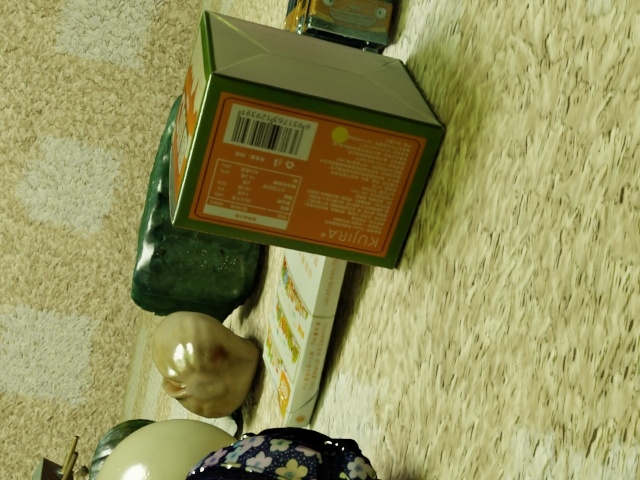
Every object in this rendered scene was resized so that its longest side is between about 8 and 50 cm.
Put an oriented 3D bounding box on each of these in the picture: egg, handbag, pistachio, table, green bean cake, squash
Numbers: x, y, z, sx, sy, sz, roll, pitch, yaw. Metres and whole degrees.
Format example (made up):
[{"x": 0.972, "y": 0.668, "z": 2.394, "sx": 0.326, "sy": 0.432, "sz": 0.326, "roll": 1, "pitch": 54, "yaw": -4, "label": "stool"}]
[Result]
[{"x": -0.156, "y": 0.290, "z": 1.180, "sx": 0.241, "sy": 0.185, "sz": 0.186, "roll": -30, "pitch": 49, "yaw": 58, "label": "egg"}, {"x": -0.055, "y": 0.232, "z": 0.780, "sx": 0.228, "sy": 0.127, "sz": 0.208, "roll": -12, "pitch": 38, "yaw": 47, "label": "handbag"}, {"x": -0.152, "y": 0.155, "z": 1.395, "sx": 0.206, "sy": 0.131, "sz": 0.130, "roll": -148, "pitch": 47, "yaw": -69, "label": "pistachio"}, {"x": -0.357, "y": 0.428, "z": 1.803, "sx": 0.111, "sy": 0.240, "sz": 0.121, "roll": -59, "pitch": 17, "yaw": 5, "label": "table"}, {"x": -0.181, "y": -0.022, "z": 1.579, "sx": 0.308, "sy": 0.169, "sz": 0.300, "roll": 130, "pitch": 150, "yaw": -65, "label": "green bean cake"}, {"x": -0.282, "y": 0.381, "z": 1.644, "sx": 0.218, "sy": 0.172, "sz": 0.218, "roll": -15, "pitch": -90, "yaw": -86, "label": "squash"}]

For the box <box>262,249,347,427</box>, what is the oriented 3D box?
[{"x": -0.016, "y": 0.063, "z": 1.058, "sx": 0.122, "sy": 0.032, "sz": 0.221, "roll": -116, "pitch": 33, "yaw": -54, "label": "box"}]

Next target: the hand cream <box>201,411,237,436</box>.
[{"x": -0.149, "y": 0.204, "z": 1.508, "sx": 0.276, "sy": 0.059, "sz": 0.095, "roll": -107, "pitch": 35, "yaw": -55, "label": "hand cream"}]

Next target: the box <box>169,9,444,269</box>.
[{"x": -0.022, "y": -0.086, "z": 0.922, "sx": 0.177, "sy": 0.194, "sz": 0.148, "roll": -107, "pitch": 31, "yaw": -61, "label": "box"}]

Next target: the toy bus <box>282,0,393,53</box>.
[{"x": 0.017, "y": -0.238, "z": 1.112, "sx": 0.182, "sy": 0.091, "sz": 0.103, "roll": -175, "pitch": 96, "yaw": -78, "label": "toy bus"}]
